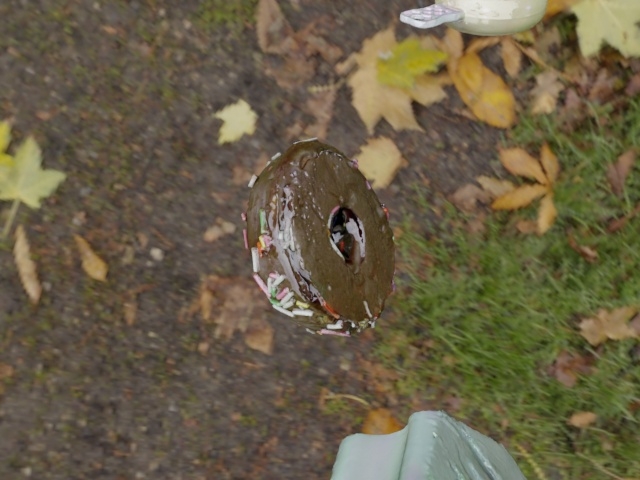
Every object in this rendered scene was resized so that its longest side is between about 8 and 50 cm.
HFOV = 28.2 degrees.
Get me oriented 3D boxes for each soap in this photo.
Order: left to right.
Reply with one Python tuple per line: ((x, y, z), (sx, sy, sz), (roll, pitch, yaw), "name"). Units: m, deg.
((0.121, 0.359, 1.380), (0.156, 0.446, 0.261), (-30, 105, 21), "soap")

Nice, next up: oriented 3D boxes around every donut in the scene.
((0.000, 0.000, 1.674), (0.103, 0.270, 0.269), (-15, 73, 34), "donut")

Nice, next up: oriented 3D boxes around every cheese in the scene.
((0.192, -0.302, 1.646), (0.137, 0.227, 0.064), (28, 127, 41), "cheese")
